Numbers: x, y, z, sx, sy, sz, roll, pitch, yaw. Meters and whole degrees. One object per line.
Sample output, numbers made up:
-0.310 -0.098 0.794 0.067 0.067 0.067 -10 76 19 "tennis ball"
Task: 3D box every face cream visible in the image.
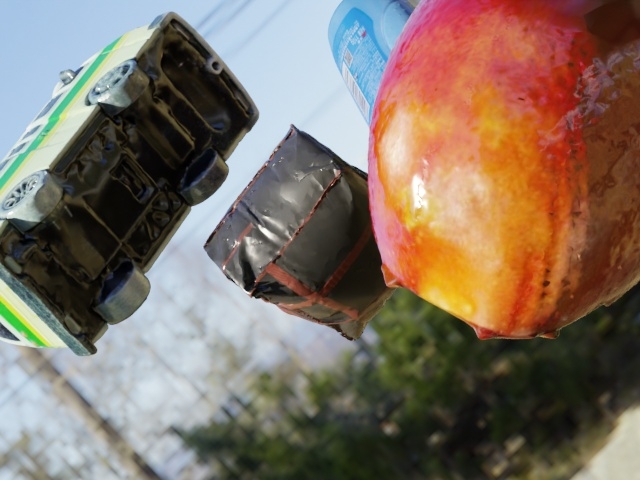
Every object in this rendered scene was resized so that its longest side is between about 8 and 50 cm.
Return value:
0.097 -0.163 1.965 0.083 0.264 0.149 -8 -36 -28 "face cream"

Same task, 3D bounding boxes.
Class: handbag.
0.000 0.000 1.810 0.169 0.155 0.215 -55 -39 5 "handbag"

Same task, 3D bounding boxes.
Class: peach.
0.168 -0.075 1.362 0.281 0.281 0.338 131 161 -76 "peach"

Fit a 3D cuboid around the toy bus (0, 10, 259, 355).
-0.189 -0.044 1.444 0.165 0.133 0.276 -10 38 48 "toy bus"
